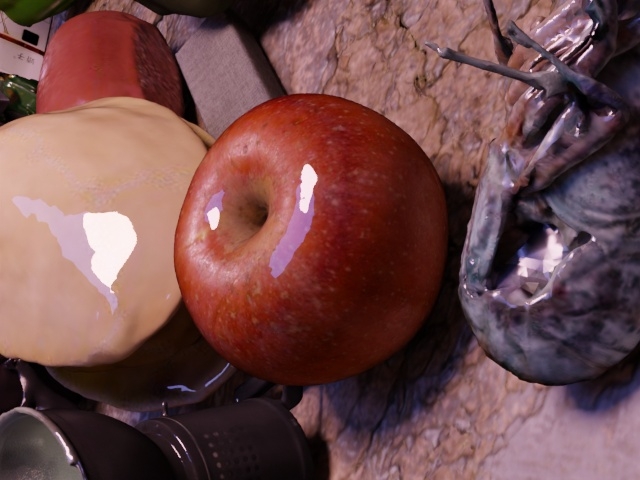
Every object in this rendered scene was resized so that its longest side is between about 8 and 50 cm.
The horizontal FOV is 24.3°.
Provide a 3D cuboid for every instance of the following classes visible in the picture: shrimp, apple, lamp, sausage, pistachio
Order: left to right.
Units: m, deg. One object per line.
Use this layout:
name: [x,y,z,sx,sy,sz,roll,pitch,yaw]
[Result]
sausage: [-0.202,-0.129,1.422,0.148,0.148,0.254,-47,35,33]
pistachio: [-0.167,0.007,1.193,0.321,0.229,0.238,38,97,47]
lamp: [-0.092,0.174,1.002,0.147,0.227,0.172,-44,61,44]
apple: [0.000,0.000,0.995,0.201,0.162,0.201,-20,62,42]
shrimp: [0.145,-0.104,0.798,0.137,0.172,0.372,6,91,27]

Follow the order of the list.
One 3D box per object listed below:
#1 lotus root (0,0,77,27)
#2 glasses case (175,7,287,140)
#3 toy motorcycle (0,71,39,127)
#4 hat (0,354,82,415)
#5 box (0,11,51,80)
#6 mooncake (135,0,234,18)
lotus root: [-0.309,-0.363,1.754,0.186,0.186,0.186,-37,42,43]
glasses case: [-0.072,-0.130,1.303,0.071,0.047,0.205,-48,34,16]
toy motorcycle: [-0.313,-0.114,1.522,0.187,0.275,0.124,40,108,14]
hat: [-0.275,0.112,1.402,0.238,0.209,0.336,-59,-16,-52]
box: [-0.387,-0.268,1.875,0.040,0.084,0.154,-27,49,47]
mooncake: [-0.095,-0.378,1.337,0.356,0.194,0.356,-39,36,37]
